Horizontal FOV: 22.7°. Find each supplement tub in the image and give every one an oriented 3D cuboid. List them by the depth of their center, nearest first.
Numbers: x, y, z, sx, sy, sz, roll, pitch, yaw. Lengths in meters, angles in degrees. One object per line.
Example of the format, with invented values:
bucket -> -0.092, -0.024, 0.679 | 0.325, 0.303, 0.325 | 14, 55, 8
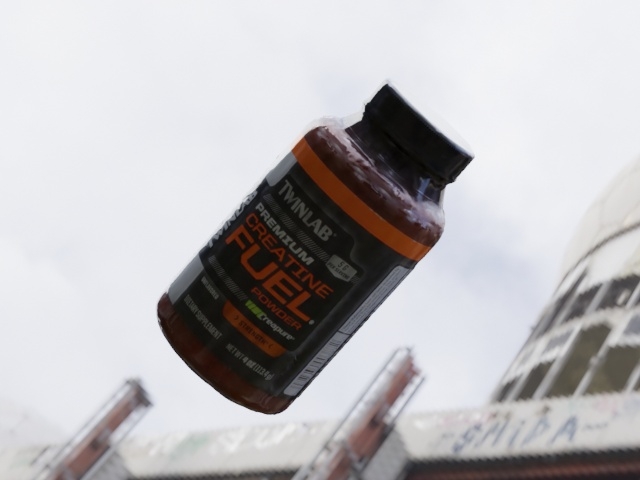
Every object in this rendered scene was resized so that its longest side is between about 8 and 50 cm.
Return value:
supplement tub -> 0.000, 0.000, 0.932 | 0.106, 0.106, 0.198 | 41, -78, 1
